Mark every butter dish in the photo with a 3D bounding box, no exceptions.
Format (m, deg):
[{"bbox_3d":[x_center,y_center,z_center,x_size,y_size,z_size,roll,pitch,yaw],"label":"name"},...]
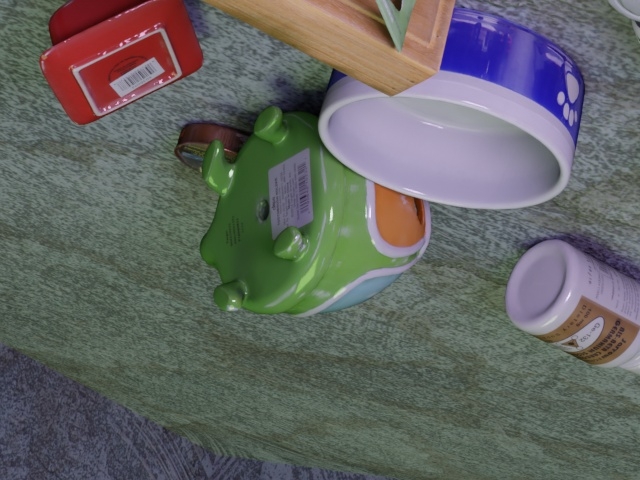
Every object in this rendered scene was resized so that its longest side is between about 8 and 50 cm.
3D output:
[{"bbox_3d":[-0.222,-0.219,1.483,0.160,0.118,0.160,-27,156,-5],"label":"butter dish"}]

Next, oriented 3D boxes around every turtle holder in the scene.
[{"bbox_3d":[-0.013,-0.004,1.692,0.227,0.243,0.320,7,131,-33],"label":"turtle holder"}]

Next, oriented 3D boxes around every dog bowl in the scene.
[{"bbox_3d":[0.136,-0.132,1.461,0.265,0.104,0.265,13,160,5],"label":"dog bowl"}]

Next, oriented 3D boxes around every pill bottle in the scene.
[{"bbox_3d":[0.370,0.098,1.894,0.229,0.131,0.131,26,158,-30],"label":"pill bottle"}]

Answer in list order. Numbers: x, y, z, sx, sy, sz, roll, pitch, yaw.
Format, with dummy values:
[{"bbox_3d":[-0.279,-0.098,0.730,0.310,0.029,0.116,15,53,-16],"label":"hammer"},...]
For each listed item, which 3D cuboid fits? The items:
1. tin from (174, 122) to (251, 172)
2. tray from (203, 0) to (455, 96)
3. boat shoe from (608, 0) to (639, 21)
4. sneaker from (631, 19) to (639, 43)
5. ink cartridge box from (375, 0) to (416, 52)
[{"bbox_3d":[-0.093,-0.103,1.818,0.189,0.040,0.106,17,165,-8],"label":"tin"},{"bbox_3d":[-0.073,-0.286,1.031,0.411,0.203,0.076,24,158,-26],"label":"tray"},{"bbox_3d":[0.362,-0.225,1.053,0.302,0.091,0.114,5,162,29],"label":"boat shoe"},{"bbox_3d":[0.384,-0.165,1.218,0.235,0.094,0.153,5,167,8],"label":"sneaker"},{"bbox_3d":[0.098,-0.247,1.005,0.062,0.209,0.109,10,161,19],"label":"ink cartridge box"}]
